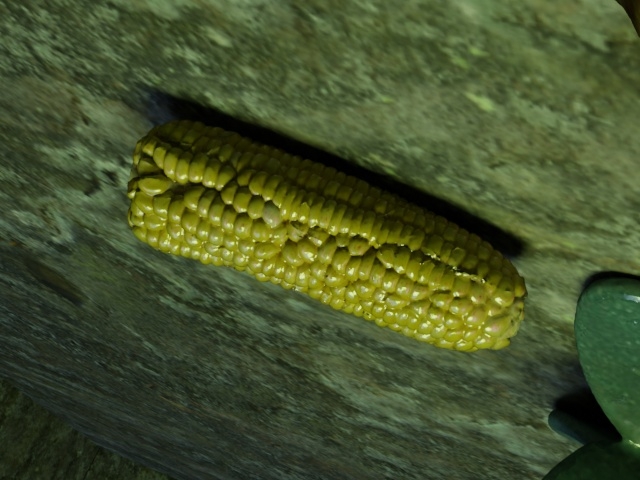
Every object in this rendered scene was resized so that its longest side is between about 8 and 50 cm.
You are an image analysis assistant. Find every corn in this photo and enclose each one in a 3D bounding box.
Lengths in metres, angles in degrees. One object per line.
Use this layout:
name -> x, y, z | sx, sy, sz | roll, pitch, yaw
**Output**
corn -> 0.000, 0.000, 0.827 | 0.292, 0.101, 0.101 | 23, 161, 11

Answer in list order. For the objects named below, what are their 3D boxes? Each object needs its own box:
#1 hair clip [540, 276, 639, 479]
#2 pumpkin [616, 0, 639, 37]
hair clip -> 0.284, 0.244, 0.889 | 0.318, 0.238, 0.392 | 22, 161, 13
pumpkin -> 0.101, -0.119, 0.311 | 0.130, 0.149, 0.254 | 27, 164, -29
